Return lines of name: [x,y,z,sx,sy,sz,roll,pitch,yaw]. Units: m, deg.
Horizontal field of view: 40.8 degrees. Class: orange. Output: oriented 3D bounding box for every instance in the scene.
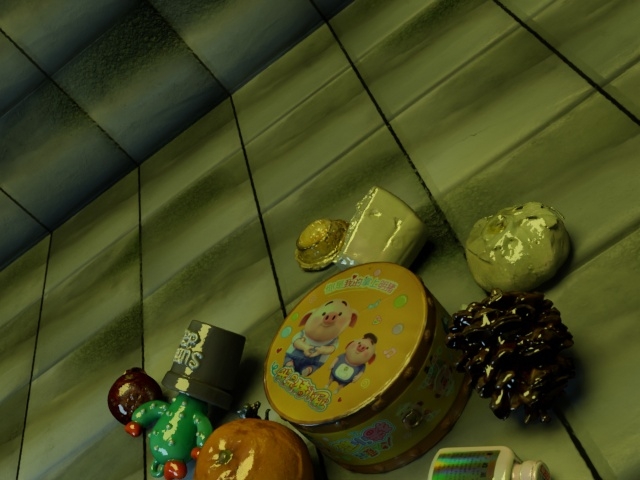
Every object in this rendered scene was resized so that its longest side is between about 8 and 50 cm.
orange: [-0.138,0.504,1.799,0.261,0.261,0.261,-28,35,22]

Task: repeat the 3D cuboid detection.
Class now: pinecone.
pinecone: [0.366,0.205,1.610,0.243,0.243,0.257,-41,45,2]

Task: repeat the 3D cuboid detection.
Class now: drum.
drum: [0.103,0.268,1.838,0.431,0.214,0.431,-27,36,22]

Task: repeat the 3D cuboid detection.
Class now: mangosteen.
mangosteen: [-0.504,0.437,2.383,0.146,0.181,0.155,21,81,9]

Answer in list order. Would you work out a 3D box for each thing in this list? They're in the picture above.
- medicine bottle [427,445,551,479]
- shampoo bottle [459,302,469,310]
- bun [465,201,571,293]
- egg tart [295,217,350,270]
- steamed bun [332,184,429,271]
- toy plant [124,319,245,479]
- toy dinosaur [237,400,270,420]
medicine bottle: [0.302,0.431,1.553,0.219,0.078,0.115,-13,40,38]
shampoo bottle: [0.342,0.167,1.819,0.099,0.043,0.072,11,20,6]
bun: [0.422,0.008,1.866,0.239,0.141,0.239,-29,31,20]
egg tart: [0.000,0.000,2.398,0.191,0.074,0.191,-26,34,20]
steamed bun: [0.140,0.009,2.143,0.225,0.200,0.170,-53,-6,-12]
toy plant: [-0.332,0.406,2.167,0.280,0.185,0.400,16,79,15]
toy dinosaur: [-0.183,0.460,1.973,0.179,0.187,0.087,-27,22,-29]
